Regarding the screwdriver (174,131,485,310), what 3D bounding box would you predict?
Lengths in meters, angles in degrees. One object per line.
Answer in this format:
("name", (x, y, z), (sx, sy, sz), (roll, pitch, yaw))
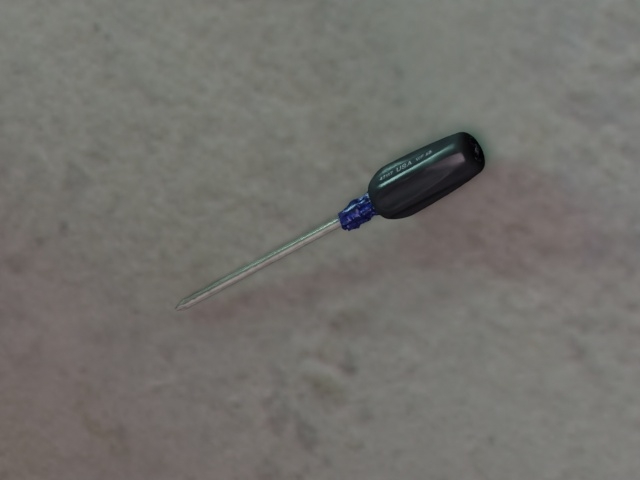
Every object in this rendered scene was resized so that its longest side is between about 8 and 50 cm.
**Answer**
("screwdriver", (0.000, 0.000, 0.755), (0.170, 0.024, 0.025), (-33, 65, 28))
